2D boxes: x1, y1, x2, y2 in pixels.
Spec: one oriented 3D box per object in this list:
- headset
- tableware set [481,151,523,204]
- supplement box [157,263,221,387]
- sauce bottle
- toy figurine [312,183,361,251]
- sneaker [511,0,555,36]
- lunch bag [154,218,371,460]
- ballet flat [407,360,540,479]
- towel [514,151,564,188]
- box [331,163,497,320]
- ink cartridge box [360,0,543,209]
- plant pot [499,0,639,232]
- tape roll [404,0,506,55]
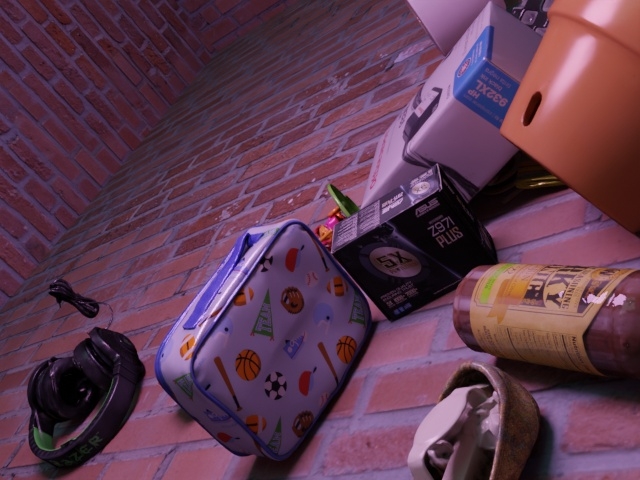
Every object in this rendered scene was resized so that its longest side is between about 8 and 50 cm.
[{"bbox_3d":[-0.481,0.248,1.550,0.243,0.185,0.394,-33,36,16],"label":"headset"},{"bbox_3d":[0.321,-0.143,1.211,0.194,0.039,0.128,-39,24,4],"label":"tableware set"},{"bbox_3d":[-0.181,0.155,1.321,0.233,0.078,0.080,-63,20,-12],"label":"supplement box"},{"bbox_3d":[0.285,0.080,0.788,0.344,0.111,0.111,0,46,55],"label":"sauce bottle"},{"bbox_3d":[0.000,0.000,1.358,0.159,0.130,0.173,-40,1,10],"label":"toy figurine"},{"bbox_3d":[0.376,-0.313,1.358,0.122,0.146,0.330,37,102,47],"label":"sneaker"},{"bbox_3d":[-0.071,0.124,1.077,0.115,0.243,0.303,-11,38,48],"label":"lunch bag"},{"bbox_3d":[0.110,0.258,0.731,0.123,0.123,0.348,-14,35,46],"label":"ballet flat"},{"bbox_3d":[0.353,-0.171,1.167,0.102,0.021,0.237,-5,48,30],"label":"towel"},{"bbox_3d":[0.130,0.006,1.102,0.180,0.147,0.077,-30,25,21],"label":"box"},{"bbox_3d":[0.206,-0.172,1.195,0.307,0.129,0.223,-51,13,37],"label":"ink cartridge box"},{"bbox_3d":[0.349,-0.146,0.914,0.203,0.291,0.291,-53,21,12],"label":"plant pot"},{"bbox_3d":[0.275,-0.558,1.752,0.169,0.246,0.246,-35,24,14],"label":"tape roll"}]
